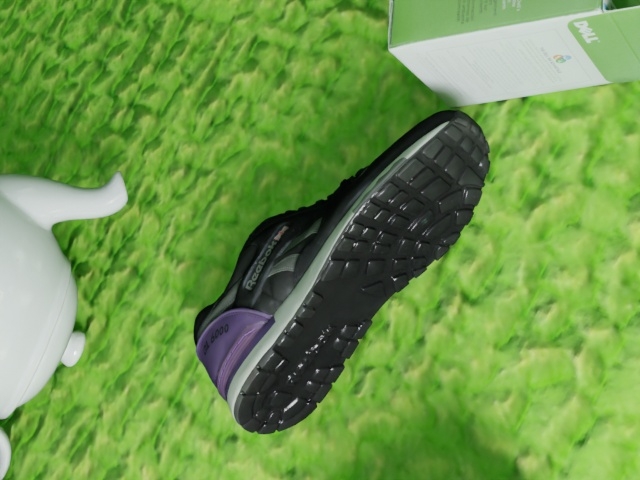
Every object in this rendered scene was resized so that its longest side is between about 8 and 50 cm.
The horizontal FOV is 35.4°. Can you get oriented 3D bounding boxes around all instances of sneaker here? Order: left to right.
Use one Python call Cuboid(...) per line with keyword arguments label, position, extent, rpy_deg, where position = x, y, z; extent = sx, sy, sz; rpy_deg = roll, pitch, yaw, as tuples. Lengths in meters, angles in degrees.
Cuboid(label="sneaker", position=(0.000, 0.000, 0.758), extent=(0.283, 0.107, 0.124), rpy_deg=(-50, 48, 7))

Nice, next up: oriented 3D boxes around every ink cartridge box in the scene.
Cuboid(label="ink cartridge box", position=(0.164, -0.154, 0.703), extent=(0.209, 0.109, 0.062), rpy_deg=(-4, 71, 31))

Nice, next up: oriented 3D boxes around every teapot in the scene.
Cuboid(label="teapot", position=(-0.301, 0.072, 0.879), extent=(0.256, 0.187, 0.252), rpy_deg=(-42, 31, 44))
